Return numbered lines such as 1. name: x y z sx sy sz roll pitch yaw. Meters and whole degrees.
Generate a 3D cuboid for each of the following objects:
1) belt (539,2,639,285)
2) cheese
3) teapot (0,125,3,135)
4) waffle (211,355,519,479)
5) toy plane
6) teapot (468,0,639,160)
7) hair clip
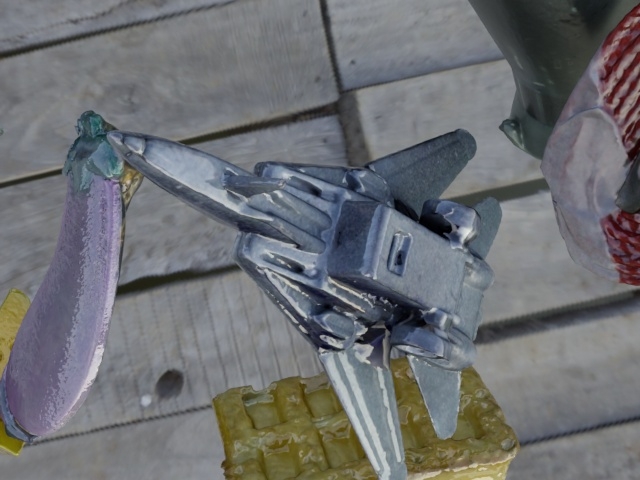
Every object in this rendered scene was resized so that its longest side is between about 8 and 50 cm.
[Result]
1. belt: 0.226 -0.070 0.661 0.128 0.124 0.201 42 133 21
2. cheese: -0.349 0.146 1.273 0.093 0.126 0.171 32 68 -16
3. teapot: -0.516 -0.219 1.376 0.129 0.193 0.294 -30 76 -21
4. waffle: 0.037 0.191 1.085 0.274 0.168 0.057 -10 123 -11
5. toy plane: 0.009 0.000 0.558 0.088 0.267 0.212 3 72 37
6. teapot: 0.192 -0.177 0.783 0.203 0.171 0.225 -28 136 -3
7. hair clip: -0.250 0.051 1.156 0.110 0.095 0.358 21 96 1
